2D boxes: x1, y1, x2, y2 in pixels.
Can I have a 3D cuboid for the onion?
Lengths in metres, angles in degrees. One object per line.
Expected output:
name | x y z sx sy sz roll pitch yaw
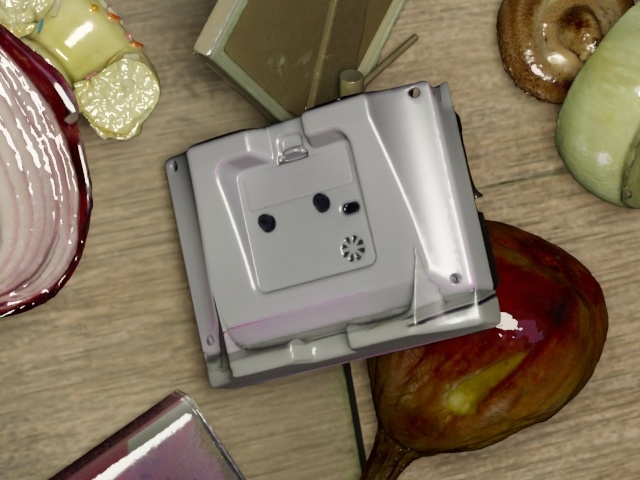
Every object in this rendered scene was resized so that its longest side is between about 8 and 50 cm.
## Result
onion | -0.277 -0.079 1.383 0.227 0.120 0.283 -2 102 -2

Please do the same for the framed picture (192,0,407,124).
framed picture | 0.027 -0.234 1.456 0.024 0.232 0.315 22 82 27

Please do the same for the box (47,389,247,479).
box | -0.166 0.225 1.470 0.224 0.069 0.120 -33 102 -13

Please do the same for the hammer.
hammer | 0.048 -0.138 1.522 0.110 0.019 0.035 -45 146 -43

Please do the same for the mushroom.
mushroom | 0.202 -0.169 1.564 0.126 0.109 0.085 -31 143 -15

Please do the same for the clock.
clock | 0.000 0.000 1.426 0.083 0.253 0.186 1 75 -61

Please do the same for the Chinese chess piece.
Chinese chess piece | 0.274 -0.114 1.542 0.083 0.188 0.188 38 77 28

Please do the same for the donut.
donut | -0.181 -0.150 1.424 0.065 0.108 0.166 -42 97 8

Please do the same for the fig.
fig | 0.115 0.126 1.504 0.190 0.190 0.290 17 86 -18
